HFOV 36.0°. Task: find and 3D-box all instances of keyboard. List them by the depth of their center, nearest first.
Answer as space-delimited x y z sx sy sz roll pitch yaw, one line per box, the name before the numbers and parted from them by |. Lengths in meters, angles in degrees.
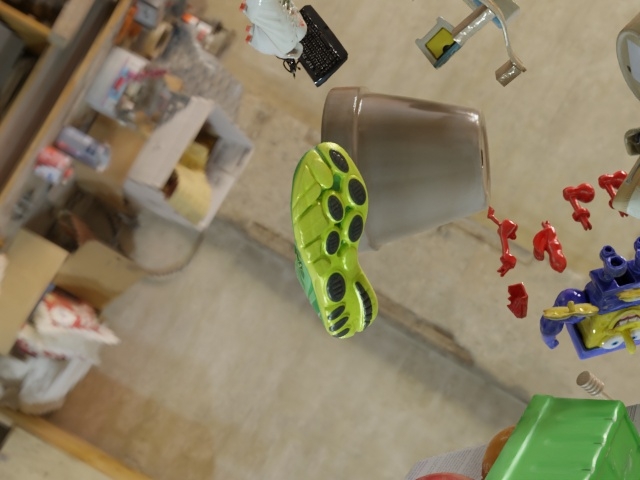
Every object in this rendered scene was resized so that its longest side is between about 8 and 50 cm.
keyboard | -0.028 -0.312 1.579 0.100 0.038 0.192 -46 -140 14

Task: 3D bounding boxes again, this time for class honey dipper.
honey dipper | 0.487 0.268 1.635 0.030 0.161 0.030 -42 -154 26

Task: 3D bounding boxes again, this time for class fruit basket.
fruit basket | 0.196 0.316 1.126 0.353 0.165 0.327 -30 -175 34

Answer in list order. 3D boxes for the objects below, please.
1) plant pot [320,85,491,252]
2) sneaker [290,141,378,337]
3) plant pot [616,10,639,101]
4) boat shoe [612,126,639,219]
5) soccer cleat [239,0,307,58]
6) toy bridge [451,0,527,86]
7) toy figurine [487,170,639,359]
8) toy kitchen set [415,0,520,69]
plant pot | 0.173 -0.140 1.865 0.323 0.280 0.323 -3 90 -75
sneaker | 0.000 0.000 1.309 0.109 0.123 0.295 -24 129 -21
plant pot | 0.568 -0.297 1.385 0.274 0.256 0.256 -25 174 -3
boat shoe | 0.302 -0.088 0.860 0.190 0.072 0.068 -52 145 -40
soccer cleat | -0.052 -0.275 1.195 0.196 0.076 0.068 100 10 -81
toy bridge | 0.188 -0.264 1.195 0.063 0.188 0.026 -40 -153 29
toy figurine | 0.393 0.051 1.257 0.217 0.363 0.191 81 -9 -50
toy kitchen set | 0.256 -0.378 1.756 0.166 0.122 0.207 -44 173 10
